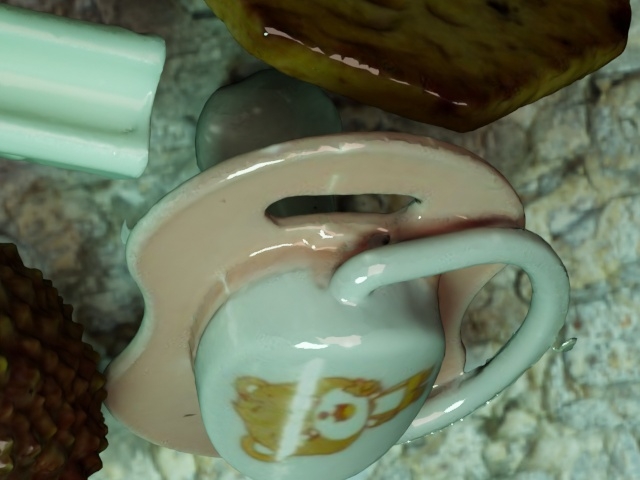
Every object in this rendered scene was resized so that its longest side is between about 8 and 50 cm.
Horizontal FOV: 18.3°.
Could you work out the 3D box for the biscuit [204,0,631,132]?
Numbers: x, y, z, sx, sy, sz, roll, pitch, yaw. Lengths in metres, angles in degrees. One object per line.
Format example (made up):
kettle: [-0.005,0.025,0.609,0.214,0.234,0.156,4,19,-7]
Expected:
biscuit: [0.039,-0.217,1.209,0.359,0.046,0.359,13,53,-18]

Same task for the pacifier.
pacifier: [-0.011,0.025,1.192,0.273,0.332,0.220,41,56,18]

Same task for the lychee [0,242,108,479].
lychee: [-0.248,0.105,1.120,0.267,0.267,0.268,-1,93,-17]

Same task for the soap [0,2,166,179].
soap: [-0.238,-0.102,1.160,0.265,0.160,0.088,11,90,-17]
